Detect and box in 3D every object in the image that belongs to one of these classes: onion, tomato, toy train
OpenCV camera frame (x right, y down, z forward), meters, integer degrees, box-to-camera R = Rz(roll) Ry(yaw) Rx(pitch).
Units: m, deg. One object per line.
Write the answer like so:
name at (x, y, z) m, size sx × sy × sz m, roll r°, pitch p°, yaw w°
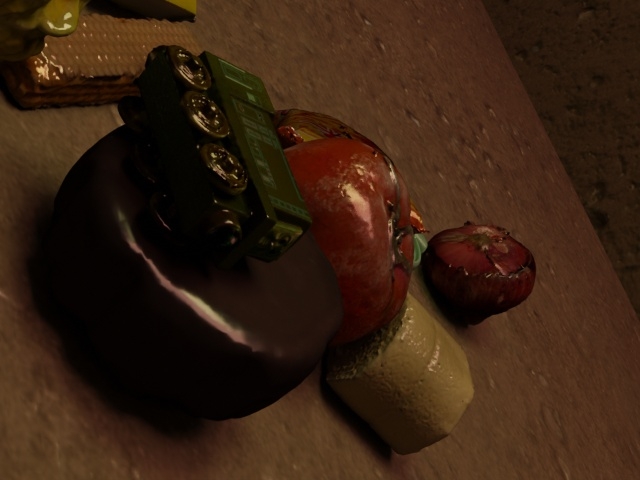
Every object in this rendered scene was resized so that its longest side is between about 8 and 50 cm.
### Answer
onion at (0.241, 0.058, 1.826) m, size 0.184 × 0.147 × 0.184 m, roll 13°, pitch 23°, yaw -5°
tomato at (0.001, 0.000, 1.283) m, size 0.232 × 0.188 × 0.232 m, roll 1°, pitch 90°, yaw -73°
toy train at (-0.087, -0.071, 1.008) m, size 0.137 × 0.090 × 0.225 m, roll 22°, pitch 36°, yaw -43°

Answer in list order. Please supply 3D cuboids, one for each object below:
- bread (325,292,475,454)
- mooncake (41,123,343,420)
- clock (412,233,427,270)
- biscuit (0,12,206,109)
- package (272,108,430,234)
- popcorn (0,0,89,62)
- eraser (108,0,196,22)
bread at (0.094, 0.149, 1.361) m, size 0.141 × 0.134 × 0.148 m, roll 46°, pitch 34°, yaw -22°
mooncake at (-0.121, 0.032, 1.064) m, size 0.283 × 0.141 × 0.283 m, roll 36°, pitch 28°, yaw -22°
clock at (0.084, -0.002, 1.658) m, size 0.148 × 0.060 × 0.188 m, roll 50°, pitch 23°, yaw -15°
biscuit at (-0.229, -0.199, 1.284) m, size 0.094 × 0.054 × 0.378 m, roll 56°, pitch 21°, yaw 4°
package at (0.021, -0.086, 1.511) m, size 0.223 × 0.108 × 0.288 m, roll 27°, pitch 14°, yaw -10°
popcorn at (-0.290, -0.287, 1.037) m, size 0.206 × 0.237 × 0.251 m, roll 67°, pitch 9°, yaw -66°
eraser at (-0.216, -0.389, 1.428) m, size 0.158 × 0.069 × 0.226 m, roll 12°, pitch 75°, yaw -59°
